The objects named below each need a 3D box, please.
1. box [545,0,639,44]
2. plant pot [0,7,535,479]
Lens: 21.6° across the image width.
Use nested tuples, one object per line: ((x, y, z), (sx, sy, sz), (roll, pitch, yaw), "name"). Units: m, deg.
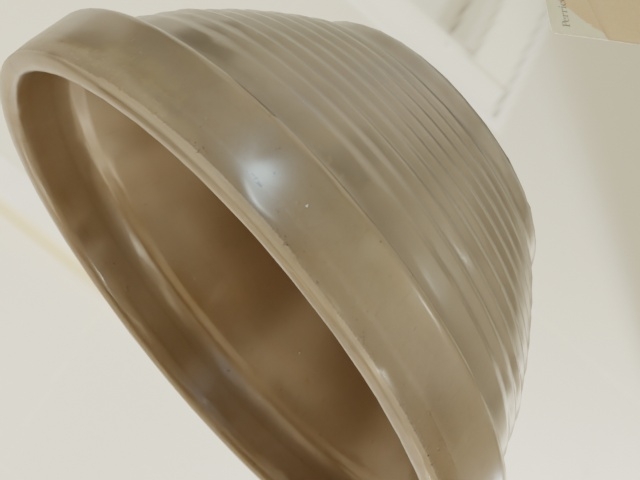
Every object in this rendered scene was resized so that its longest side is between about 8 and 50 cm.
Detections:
((0.338, -0.240, 1.380), (0.311, 0.148, 0.121), (13, -137, 39), "box")
((0.000, 0.000, 0.606), (0.109, 0.237, 0.237), (-39, -171, -18), "plant pot")
